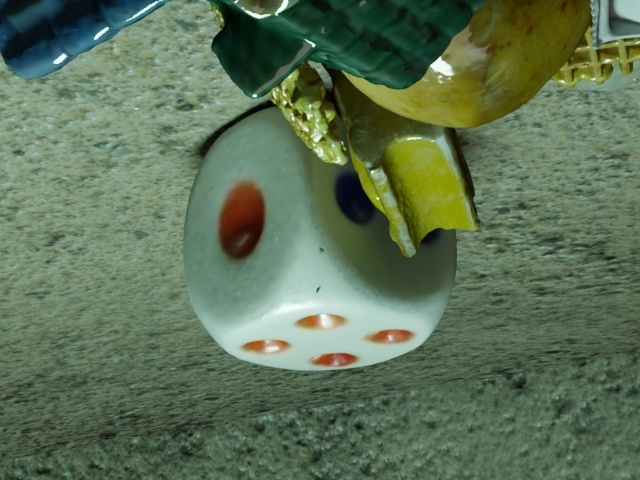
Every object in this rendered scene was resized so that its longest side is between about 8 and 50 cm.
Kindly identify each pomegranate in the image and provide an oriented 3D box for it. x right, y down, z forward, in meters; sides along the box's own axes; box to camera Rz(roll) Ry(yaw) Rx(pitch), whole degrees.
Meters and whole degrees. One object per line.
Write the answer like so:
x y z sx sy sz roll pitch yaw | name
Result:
0.138 -0.258 1.441 0.307 0.307 0.307 -6 158 -2 | pomegranate

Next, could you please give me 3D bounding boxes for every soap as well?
0.087 -0.149 1.751 0.143 0.259 0.281 -23 157 6 | soap

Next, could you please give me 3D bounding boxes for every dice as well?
0.000 0.000 2.003 0.304 0.304 0.277 16 148 -42 | dice

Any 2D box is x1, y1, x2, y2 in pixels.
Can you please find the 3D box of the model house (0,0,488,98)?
-0.092 -0.293 1.161 0.395 0.399 0.445 -25 152 32 | model house

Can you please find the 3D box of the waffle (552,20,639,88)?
0.313 -0.271 1.727 0.249 0.056 0.253 25 147 -33 | waffle

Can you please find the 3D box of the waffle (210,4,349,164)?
-0.044 -0.189 1.647 0.059 0.243 0.238 -33 160 -6 | waffle

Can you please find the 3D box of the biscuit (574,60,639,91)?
0.418 -0.263 1.832 0.141 0.038 0.290 16 149 -42 | biscuit

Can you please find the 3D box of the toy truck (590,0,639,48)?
0.364 -0.315 1.424 0.111 0.285 0.136 24 161 23 | toy truck
